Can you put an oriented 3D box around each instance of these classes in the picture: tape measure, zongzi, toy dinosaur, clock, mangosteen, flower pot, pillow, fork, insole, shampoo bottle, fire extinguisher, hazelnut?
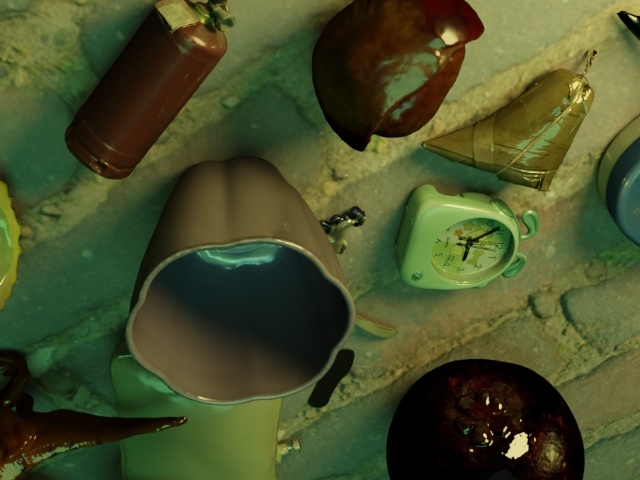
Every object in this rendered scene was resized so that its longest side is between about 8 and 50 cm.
[{"bbox_3d":[0.435,-0.119,1.224,0.351,0.098,0.215,33,116,-26],"label":"tape measure"},{"bbox_3d":[0.238,-0.166,1.176,0.178,0.081,0.189,17,118,-8],"label":"zongzi"},{"bbox_3d":[-0.415,0.260,1.337,0.432,0.208,0.097,-29,143,4],"label":"toy dinosaur"},{"bbox_3d":[0.203,0.000,1.301,0.188,0.060,0.148,5,126,-13],"label":"clock"},{"bbox_3d":[0.236,0.333,1.425,0.296,0.297,0.313,11,136,-16],"label":"mangosteen"},{"bbox_3d":[-0.108,0.029,1.166,0.264,0.243,0.265,-6,129,-7],"label":"flower pot"},{"bbox_3d":[-0.183,0.277,1.420,0.255,0.120,0.322,2,125,-2],"label":"pillow"},{"bbox_3d":[0.028,0.102,1.383,0.219,0.028,0.034,22,114,-27],"label":"fork"},{"bbox_3d":[0.016,0.217,1.479,0.045,0.002,0.135,14,124,-16],"label":"insole"},{"bbox_3d":[-0.099,0.355,1.551,0.141,0.034,0.049,-19,115,5],"label":"shampoo bottle"},{"bbox_3d":[-0.187,-0.197,1.076,0.104,0.105,0.269,29,119,-27],"label":"fire extinguisher"},{"bbox_3d":[0.088,-0.199,1.059,0.201,0.170,0.161,-19,130,20],"label":"hazelnut"}]

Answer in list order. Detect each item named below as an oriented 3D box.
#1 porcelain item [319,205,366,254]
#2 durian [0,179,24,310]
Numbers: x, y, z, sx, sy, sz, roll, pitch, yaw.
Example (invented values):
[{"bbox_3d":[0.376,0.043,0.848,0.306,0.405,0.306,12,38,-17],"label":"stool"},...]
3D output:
[{"bbox_3d":[0.000,0.000,1.296,0.075,0.021,0.136,19,123,-22],"label":"porcelain item"},{"bbox_3d":[-0.472,-0.044,1.102,0.157,0.170,0.356,-25,132,11],"label":"durian"}]
